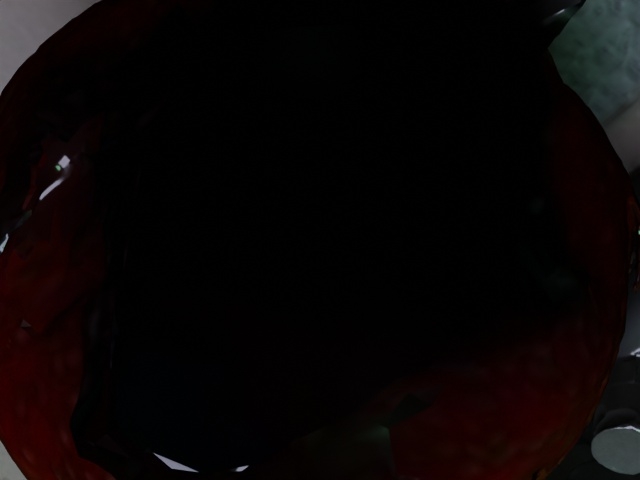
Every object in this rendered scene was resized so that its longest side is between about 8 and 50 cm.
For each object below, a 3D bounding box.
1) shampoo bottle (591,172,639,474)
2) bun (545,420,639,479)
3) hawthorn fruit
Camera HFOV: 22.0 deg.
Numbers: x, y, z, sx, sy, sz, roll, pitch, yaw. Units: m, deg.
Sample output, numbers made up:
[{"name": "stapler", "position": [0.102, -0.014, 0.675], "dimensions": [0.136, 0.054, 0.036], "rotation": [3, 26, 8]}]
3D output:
[{"name": "shampoo bottle", "position": [0.147, 0.037, 0.761], "dimensions": [0.040, 0.165, 0.080], "rotation": [25, 131, -8]}, {"name": "bun", "position": [0.098, 0.215, 0.818], "dimensions": [0.362, 0.362, 0.211], "rotation": [-8, 111, 20]}, {"name": "hawthorn fruit", "position": [-0.012, 0.012, 0.693], "dimensions": [0.316, 0.316, 0.316], "rotation": [7, 131, 8]}]
